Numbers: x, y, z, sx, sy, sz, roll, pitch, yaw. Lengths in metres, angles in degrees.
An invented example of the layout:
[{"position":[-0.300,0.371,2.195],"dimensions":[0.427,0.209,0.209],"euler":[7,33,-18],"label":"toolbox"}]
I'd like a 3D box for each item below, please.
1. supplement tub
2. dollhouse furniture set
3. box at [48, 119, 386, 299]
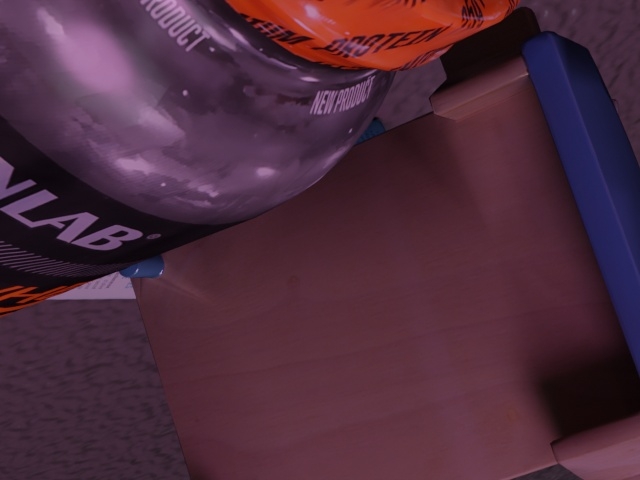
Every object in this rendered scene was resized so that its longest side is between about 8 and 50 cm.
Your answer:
[{"position":[-0.121,-0.076,0.470],"dimensions":[0.338,0.207,0.207],"euler":[-21,158,32],"label":"supplement tub"},{"position":[0.000,0.000,0.655],"dimensions":[0.286,0.303,0.198],"euler":[-25,167,23],"label":"dollhouse furniture set"},{"position":[-0.071,-0.020,0.865],"dimensions":[0.244,0.060,0.100],"euler":[1,142,-41],"label":"box"}]
